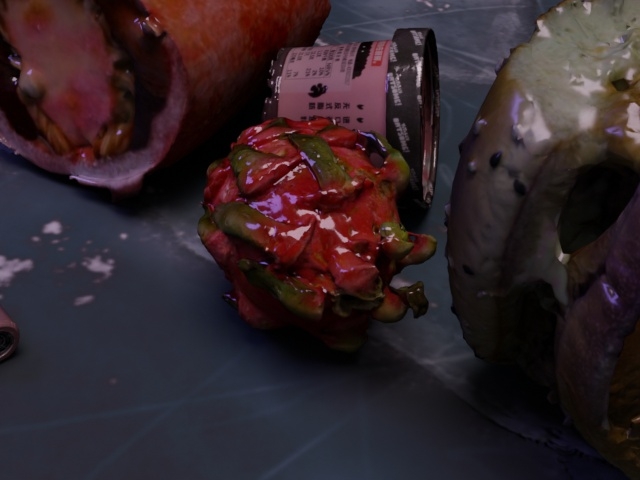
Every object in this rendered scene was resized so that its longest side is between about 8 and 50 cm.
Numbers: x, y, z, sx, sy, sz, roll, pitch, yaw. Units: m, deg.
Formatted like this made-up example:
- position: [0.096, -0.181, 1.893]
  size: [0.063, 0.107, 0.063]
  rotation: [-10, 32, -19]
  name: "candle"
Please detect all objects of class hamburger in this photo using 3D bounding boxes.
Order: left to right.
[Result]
- position: [0.221, -0.005, 0.635]
  size: [0.318, 0.277, 0.195]
  rotation: [-23, 49, -37]
  name: "hamburger"

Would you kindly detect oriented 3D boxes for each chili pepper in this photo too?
- position: [-0.143, -0.206, 0.898]
  size: [0.251, 0.229, 0.305]
  rotation: [9, 35, 35]
  name: "chili pepper"

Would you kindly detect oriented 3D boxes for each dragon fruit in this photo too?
- position: [0.000, 0.000, 0.719]
  size: [0.166, 0.160, 0.172]
  rotation: [23, 30, -32]
  name: "dragon fruit"

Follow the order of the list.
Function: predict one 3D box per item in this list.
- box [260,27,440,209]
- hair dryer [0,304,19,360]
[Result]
- position: [0.028, -0.104, 0.849]
  size: [0.135, 0.151, 0.151]
  rotation: [3, 37, 11]
  name: "box"
- position: [-0.270, 0.072, 0.684]
  size: [0.114, 0.037, 0.063]
  rotation: [-29, 50, -26]
  name: "hair dryer"
